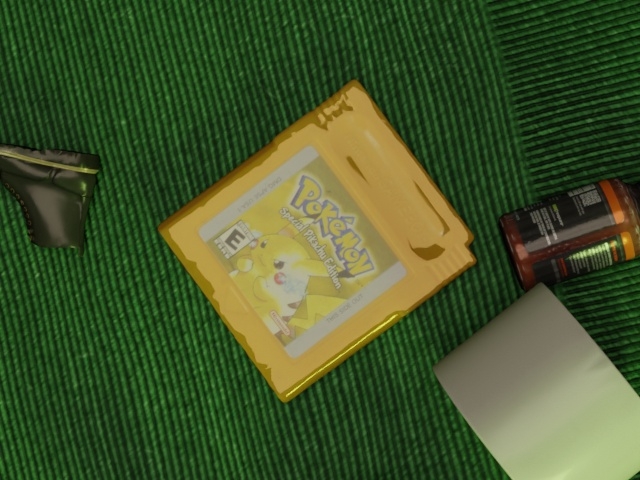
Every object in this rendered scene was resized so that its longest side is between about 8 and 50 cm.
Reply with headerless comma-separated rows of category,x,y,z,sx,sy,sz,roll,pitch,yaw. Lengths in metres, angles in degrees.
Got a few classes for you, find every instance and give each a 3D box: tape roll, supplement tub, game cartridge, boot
tape roll,0.270,0.194,1.593,0.169,0.246,0.246,-38,84,3
supplement tub,0.326,-0.013,1.664,0.198,0.106,0.106,-19,86,6
game cartridge,0.000,0.000,1.731,0.324,0.053,0.285,-37,84,5
boot,-0.395,-0.057,1.773,0.198,0.077,0.137,7,94,8
